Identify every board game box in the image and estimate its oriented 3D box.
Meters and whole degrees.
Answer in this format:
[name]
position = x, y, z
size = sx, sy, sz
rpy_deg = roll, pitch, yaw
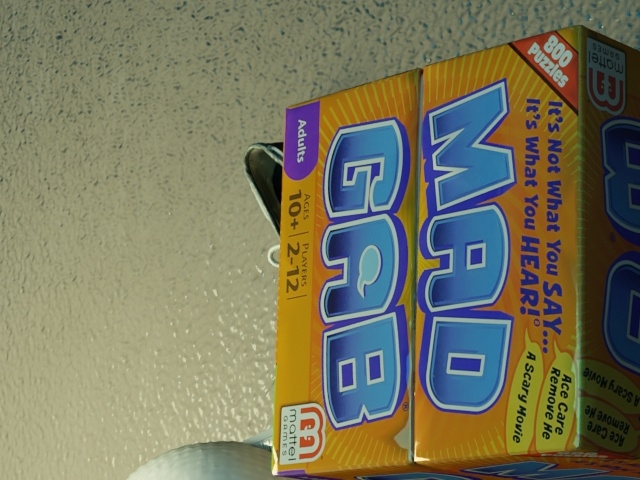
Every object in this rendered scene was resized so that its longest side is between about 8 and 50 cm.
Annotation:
[board game box]
position = 0.207, 0.051, 1.732
size = 0.356, 0.356, 0.356
rpy_deg = -12, 70, 44

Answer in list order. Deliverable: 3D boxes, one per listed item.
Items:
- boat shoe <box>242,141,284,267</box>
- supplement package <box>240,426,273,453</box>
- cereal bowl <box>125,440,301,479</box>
[boat shoe]
position = 0.002, -0.003, 2.150
size = 0.113, 0.105, 0.306
rpy_deg = -48, 53, 30
[supplement package]
position = -0.039, 0.335, 2.068
size = 0.263, 0.199, 0.198
rpy_deg = -30, 64, 39
[cereal bowl]
position = -0.137, 0.376, 1.920
size = 0.339, 0.141, 0.339
rpy_deg = -5, 83, 44
